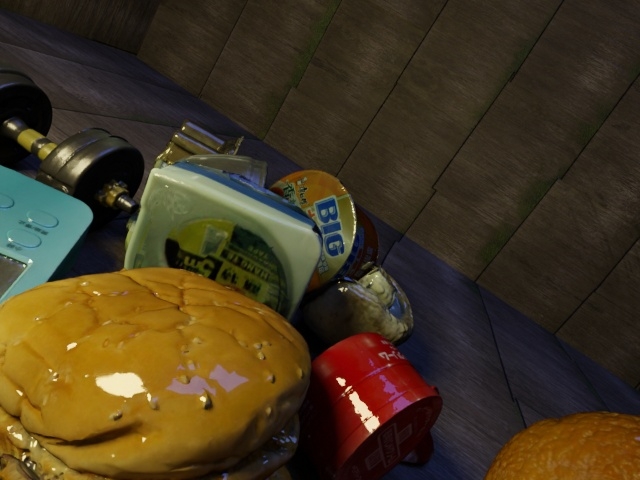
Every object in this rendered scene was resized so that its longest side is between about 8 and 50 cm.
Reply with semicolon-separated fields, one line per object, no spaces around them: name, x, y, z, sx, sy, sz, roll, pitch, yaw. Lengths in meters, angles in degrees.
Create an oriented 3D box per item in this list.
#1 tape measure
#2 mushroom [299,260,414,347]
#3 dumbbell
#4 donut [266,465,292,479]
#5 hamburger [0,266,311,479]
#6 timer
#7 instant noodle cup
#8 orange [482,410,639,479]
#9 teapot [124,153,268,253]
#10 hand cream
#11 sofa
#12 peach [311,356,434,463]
tape measure;-0.150;0.037;0.655;0.259;0.262;0.138;24;8;-4
mushroom;0.086;0.160;0.906;0.164;0.190;0.267;60;11;17
dumbbell;-0.477;-0.158;0.761;0.388;0.185;0.185;33;16;4
donut;-0.089;0.268;0.445;0.141;0.059;0.140;29;17;-9
hamburger;-0.160;0.133;0.438;0.319;0.158;0.318;11;12;-2
timer;-0.442;-0.007;0.551;0.232;0.091;0.250;28;20;-19
instant noodle cup;0.000;0.000;1.057;0.296;0.296;0.214;42;10;31
orange;0.338;0.373;0.479;0.357;0.322;0.322;57;9;-18
teapot;-0.243;-0.030;0.882;0.240;0.321;0.239;12;-22;-12
hand cream;0.056;0.231;0.597;0.193;0.193;0.125;14;24;-49
sofa;-0.367;-0.290;1.366;0.200;0.182;0.258;26;17;-18
peach;0.090;0.268;0.778;0.279;0.068;0.189;33;14;3
